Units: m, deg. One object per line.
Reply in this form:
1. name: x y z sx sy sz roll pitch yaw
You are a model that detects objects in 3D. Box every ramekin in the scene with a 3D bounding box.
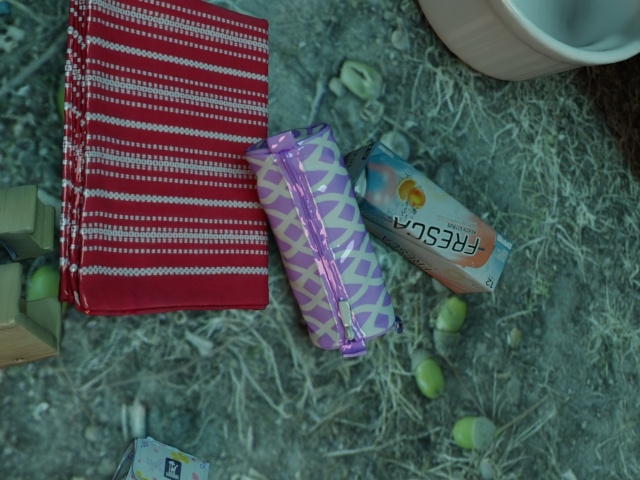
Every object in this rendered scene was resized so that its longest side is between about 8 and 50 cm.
1. ramekin: 0.225 -0.301 0.825 0.277 0.135 0.277 3 83 -27

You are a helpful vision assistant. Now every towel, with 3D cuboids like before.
1. towel: -0.118 -0.075 0.663 0.199 0.031 0.275 5 82 -43

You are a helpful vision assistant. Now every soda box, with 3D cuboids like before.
1. soda box: 0.097 -0.018 0.772 0.183 0.063 0.058 34 71 -19

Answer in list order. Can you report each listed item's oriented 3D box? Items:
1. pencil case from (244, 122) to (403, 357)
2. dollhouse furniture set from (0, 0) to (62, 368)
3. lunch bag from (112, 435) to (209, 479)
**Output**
1. pencil case: 0.000 0.000 0.695 0.086 0.088 0.206 -17 103 16
2. dollhouse furniture set: -0.330 -0.088 0.546 0.198 0.286 0.303 -11 62 6
3. lunch bag: -0.134 0.208 0.642 0.071 0.053 0.083 32 63 -21
